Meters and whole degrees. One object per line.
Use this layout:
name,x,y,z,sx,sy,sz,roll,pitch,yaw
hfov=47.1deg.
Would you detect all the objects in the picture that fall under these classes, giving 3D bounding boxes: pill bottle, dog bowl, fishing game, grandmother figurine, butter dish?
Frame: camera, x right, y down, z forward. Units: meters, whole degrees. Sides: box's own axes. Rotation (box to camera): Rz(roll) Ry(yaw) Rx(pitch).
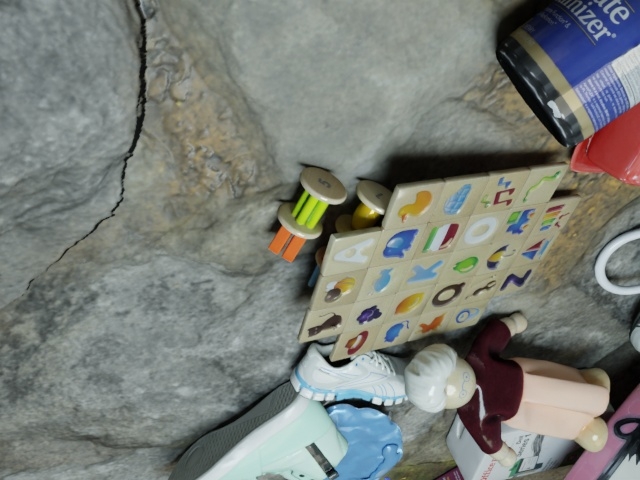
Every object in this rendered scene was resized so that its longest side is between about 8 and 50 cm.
pill bottle,0.282,-0.194,0.666,0.219,0.123,0.123,-36,135,14
dog bowl,0.519,0.368,1.189,0.408,0.150,0.408,-36,148,-27
fishing game,0.032,0.308,1.105,0.189,0.041,0.264,-30,122,11
grandmother figurine,0.256,0.201,1.005,0.342,0.208,0.104,13,159,-30
butter dish,0.377,-0.112,0.786,0.160,0.118,0.160,-3,134,-18

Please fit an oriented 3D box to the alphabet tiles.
alphabet tiles,0.143,0.030,0.864,0.342,0.011,0.285,-10,139,-26

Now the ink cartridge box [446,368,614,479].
ink cartridge box,0.334,0.305,1.193,0.219,0.092,0.160,-8,134,-16

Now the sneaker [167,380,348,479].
sneaker,-0.083,0.318,1.013,0.256,0.094,0.151,-35,113,10

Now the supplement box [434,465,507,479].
supplement box,0.249,0.479,1.337,0.188,0.081,0.104,-35,135,13

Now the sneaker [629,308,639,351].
sneaker,0.647,0.099,1.078,0.385,0.147,0.145,-17,138,-4

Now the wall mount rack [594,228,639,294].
wall mount rack,0.559,0.075,0.980,0.350,0.130,0.304,-12,125,5

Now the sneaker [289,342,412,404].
sneaker,0.060,0.166,0.971,0.191,0.071,0.083,3,125,-25

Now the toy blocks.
toy blocks,0.000,0.000,0.793,0.123,0.054,0.148,10,128,-30
